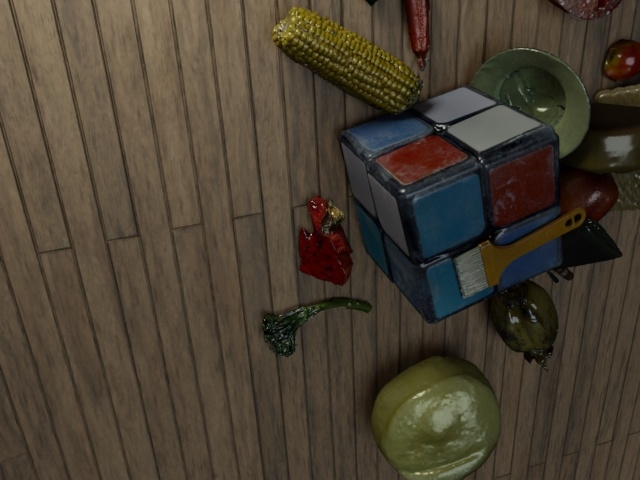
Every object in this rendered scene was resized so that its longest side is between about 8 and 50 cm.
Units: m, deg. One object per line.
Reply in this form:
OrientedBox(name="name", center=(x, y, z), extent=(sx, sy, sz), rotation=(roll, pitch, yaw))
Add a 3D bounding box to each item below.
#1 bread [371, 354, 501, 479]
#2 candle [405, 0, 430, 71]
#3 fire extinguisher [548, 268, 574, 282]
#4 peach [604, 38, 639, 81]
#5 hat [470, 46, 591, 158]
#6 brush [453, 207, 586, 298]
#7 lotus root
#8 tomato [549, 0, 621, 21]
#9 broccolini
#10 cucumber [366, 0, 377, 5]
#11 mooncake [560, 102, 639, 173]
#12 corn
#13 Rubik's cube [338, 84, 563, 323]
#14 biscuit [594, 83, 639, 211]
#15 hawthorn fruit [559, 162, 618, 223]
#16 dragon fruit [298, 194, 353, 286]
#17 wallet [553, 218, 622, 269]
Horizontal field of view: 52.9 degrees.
OrientedBox(name="bread", center=(0.284, 0.437, 1.590), extent=(0.320, 0.237, 0.321), rotation=(-3, 101, -13))
OrientedBox(name="candle", center=(0.195, -0.408, 1.246), extent=(0.053, 0.048, 0.162), rotation=(-27, 122, -27))
OrientedBox(name="fire extinguisher", center=(0.605, 0.079, 1.652), extent=(0.100, 0.032, 0.046), rotation=(31, 135, -30))
OrientedBox(name="peach", center=(0.683, -0.396, 1.427), extent=(0.098, 0.061, 0.098), rotation=(-5, 109, -15))
OrientedBox(name="hat", center=(0.445, -0.297, 1.331), extent=(0.130, 0.257, 0.257), rotation=(-46, 130, -38))
OrientedBox(name="brush", center=(0.367, 0.010, 1.166), extent=(0.272, 0.013, 0.103), rotation=(-27, 126, -7))
OrientedBox(name="lotus root", center=(0.521, 0.209, 1.615), extent=(0.154, 0.154, 0.278), rotation=(-35, 121, -2))
OrientedBox(name="tomato", center=(0.522, -0.555, 1.276), extent=(0.224, 0.085, 0.225), rotation=(-6, 116, -14))
OrientedBox(name="broccolini", center=(-0.005, 0.199, 1.468), extent=(0.271, 0.062, 0.123), rotation=(-10, 128, -19))
OrientedBox(name="cucumber", center=(0.101, -0.544, 1.137), extent=(0.067, 0.067, 0.245), rotation=(1, 115, -21))
OrientedBox(name="mooncake", center=(0.611, -0.213, 1.375), extent=(0.234, 0.235, 0.117), rotation=(-14, 120, -14))
OrientedBox(name="corn", center=(0.057, -0.330, 1.199), extent=(0.317, 0.115, 0.115), rotation=(23, 105, -26))
OrientedBox(name="Rubik's cube", center=(0.251, -0.081, 1.264), extent=(0.316, 0.313, 0.319), rotation=(-23, 124, -8))
OrientedBox(name="biscuit", center=(0.760, -0.213, 1.502), extent=(0.217, 0.044, 0.325), rotation=(-5, 122, 23))
OrientedBox(name="hawthorn fruit", center=(0.586, -0.094, 1.493), extent=(0.156, 0.157, 0.194), rotation=(20, 121, -27))
OrientedBox(name="dragon fruit", center=(0.012, -0.010, 1.374), extent=(0.092, 0.122, 0.192), rotation=(-43, 128, -45))
OrientedBox(name="wallet", center=(0.555, 0.019, 1.510), extent=(0.168, 0.245, 0.052), rotation=(32, 58, -34))
